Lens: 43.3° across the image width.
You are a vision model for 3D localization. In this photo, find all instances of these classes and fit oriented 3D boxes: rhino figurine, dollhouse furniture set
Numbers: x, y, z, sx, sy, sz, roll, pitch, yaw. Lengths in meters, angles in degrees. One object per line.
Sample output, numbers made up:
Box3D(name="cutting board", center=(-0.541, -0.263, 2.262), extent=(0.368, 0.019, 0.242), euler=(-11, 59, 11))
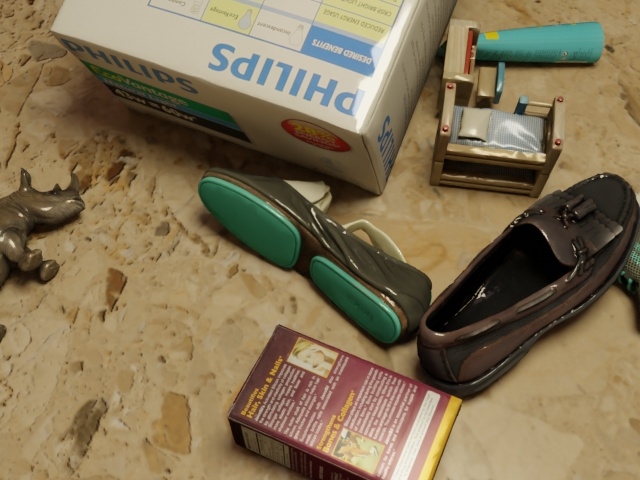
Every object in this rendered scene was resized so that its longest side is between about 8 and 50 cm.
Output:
Box3D(name="rhino figurine", center=(-0.339, 0.008, 0.860), extent=(0.106, 0.073, 0.243), euler=(25, 59, 12))
Box3D(name="dollhouse furniture set", center=(0.202, -0.165, 0.916), extent=(0.129, 0.129, 0.183), euler=(7, 69, 5))

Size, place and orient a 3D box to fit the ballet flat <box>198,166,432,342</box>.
Box3D(name="ballet flat", center=(0.000, 0.000, 0.861), extent=(0.280, 0.095, 0.096), euler=(38, 54, 11))

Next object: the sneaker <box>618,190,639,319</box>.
Box3D(name="sneaker", center=(0.329, 0.020, 0.867), extent=(0.076, 0.065, 0.166), euler=(-6, 52, 16))

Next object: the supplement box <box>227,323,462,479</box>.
Box3D(name="supplement box", center=(0.022, 0.169, 0.747), extent=(0.188, 0.080, 0.104), euler=(21, 60, 13))

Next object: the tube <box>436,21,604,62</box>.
Box3D(name="tube", center=(0.255, -0.250, 1.036), extent=(0.207, 0.080, 0.052), euler=(-3, 84, -5))

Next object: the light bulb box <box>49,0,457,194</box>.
Box3D(name="light bulb box", center=(-0.037, -0.292, 0.903), extent=(0.358, 0.225, 0.361), euler=(20, 81, 13))

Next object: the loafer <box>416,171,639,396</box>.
Box3D(name="loafer", center=(0.213, 0.028, 0.803), extent=(0.302, 0.095, 0.109), euler=(-42, 49, -14))
